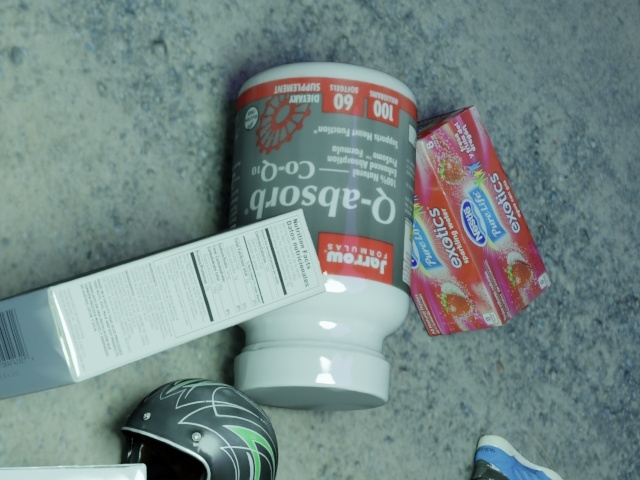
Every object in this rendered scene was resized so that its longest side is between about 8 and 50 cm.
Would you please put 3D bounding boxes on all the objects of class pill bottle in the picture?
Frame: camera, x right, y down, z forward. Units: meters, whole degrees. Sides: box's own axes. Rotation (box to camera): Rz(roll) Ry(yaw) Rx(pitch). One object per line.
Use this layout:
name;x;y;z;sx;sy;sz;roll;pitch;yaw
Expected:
pill bottle;0.000;0.000;1.951;0.210;0.210;0.362;16;70;-40

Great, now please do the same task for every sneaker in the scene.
sneaker;0.252;0.320;2.217;0.152;0.058;0.084;38;51;-26

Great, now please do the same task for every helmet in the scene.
helmet;-0.126;0.224;1.820;0.169;0.169;0.161;-4;99;-43

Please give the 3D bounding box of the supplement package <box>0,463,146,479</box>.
supplement package;-0.298;0.311;1.587;0.262;0.145;0.204;2;78;-17

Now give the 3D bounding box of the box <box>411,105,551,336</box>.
box;0.164;-0.022;2.164;0.123;0.128;0.256;-34;104;-42

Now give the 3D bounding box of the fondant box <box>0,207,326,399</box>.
fondant box;-0.194;0.068;1.736;0.330;0.238;0.096;-17;91;-44
